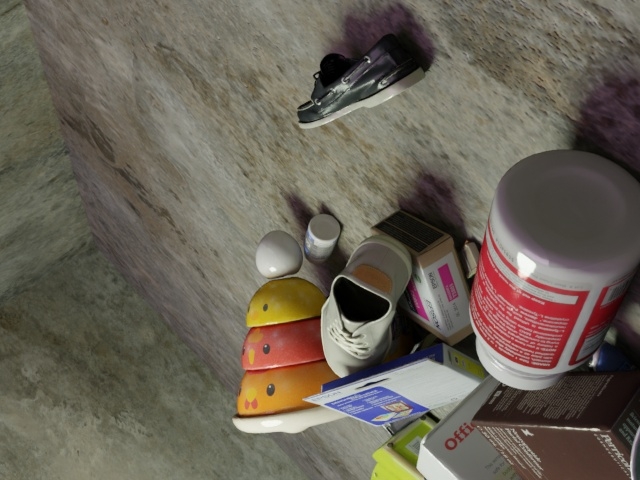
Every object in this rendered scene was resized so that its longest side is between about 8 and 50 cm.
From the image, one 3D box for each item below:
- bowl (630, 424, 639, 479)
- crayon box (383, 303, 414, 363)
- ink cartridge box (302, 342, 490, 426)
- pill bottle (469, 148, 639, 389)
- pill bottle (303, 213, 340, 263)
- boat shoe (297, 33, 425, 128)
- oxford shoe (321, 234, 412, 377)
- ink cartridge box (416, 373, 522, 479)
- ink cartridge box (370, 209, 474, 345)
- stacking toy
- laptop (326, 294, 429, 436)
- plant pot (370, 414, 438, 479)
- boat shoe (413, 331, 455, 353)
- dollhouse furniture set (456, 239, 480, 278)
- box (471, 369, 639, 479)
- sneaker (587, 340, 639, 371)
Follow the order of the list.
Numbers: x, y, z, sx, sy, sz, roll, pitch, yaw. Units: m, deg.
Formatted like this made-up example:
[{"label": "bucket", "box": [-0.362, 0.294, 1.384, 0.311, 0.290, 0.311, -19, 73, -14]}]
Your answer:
[{"label": "bowl", "box": [0.604, 0.294, 1.264, 0.311, 0.163, 0.311, 5, 106, 16]}, {"label": "crayon box", "box": [0.135, 0.189, 2.020, 0.081, 0.165, 0.278, 14, 134, 28]}, {"label": "ink cartridge box", "box": [0.166, 0.304, 1.897, 0.307, 0.303, 0.072, 34, -138, -48]}, {"label": "pill bottle", "box": [0.360, 0.068, 1.407, 0.229, 0.229, 0.407, 41, 153, 26]}, {"label": "pill bottle", "box": [0.000, 0.000, 2.153, 0.078, 0.078, 0.137, 46, 155, 15]}, {"label": "boat shoe", "box": [0.047, -0.292, 1.615, 0.113, 0.127, 0.340, 60, 154, -13]}, {"label": "oxford shoe", "box": [0.073, 0.168, 1.818, 0.169, 0.130, 0.449, 27, 141, 9]}, {"label": "ink cartridge box", "box": [0.425, 0.477, 1.787, 0.385, 0.279, 0.160, 42, 155, 24]}, {"label": "ink cartridge box", "box": [0.214, 0.075, 1.822, 0.193, 0.088, 0.234, 34, 151, 58]}, {"label": "stacking toy", "box": [-0.080, 0.213, 2.178, 0.350, 0.350, 0.480, 159, 101, -65]}, {"label": "laptop", "box": [0.156, 0.289, 2.338, 0.382, 0.236, 0.408, 51, -176, 6]}, {"label": "plant pot", "box": [0.272, 0.603, 2.311, 0.228, 0.227, 0.207, 32, 143, 39]}, {"label": "boat shoe", "box": [0.260, 0.264, 2.035, 0.073, 0.080, 0.223, 45, 148, 20]}, {"label": "dollhouse furniture set", "box": [0.326, 0.069, 1.725, 0.076, 0.058, 0.151, 113, 137, -71]}, {"label": "box", "box": [0.457, 0.337, 1.535, 0.191, 0.143, 0.381, 49, 154, -10]}, {"label": "sneaker", "box": [0.542, 0.251, 1.529, 0.211, 0.080, 0.081, 48, 151, -13]}]
